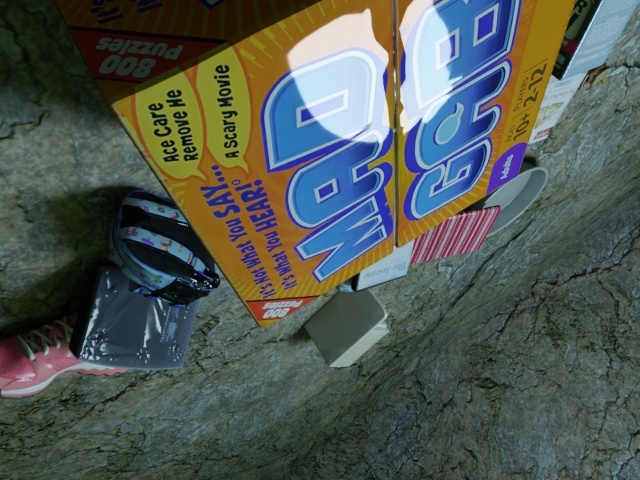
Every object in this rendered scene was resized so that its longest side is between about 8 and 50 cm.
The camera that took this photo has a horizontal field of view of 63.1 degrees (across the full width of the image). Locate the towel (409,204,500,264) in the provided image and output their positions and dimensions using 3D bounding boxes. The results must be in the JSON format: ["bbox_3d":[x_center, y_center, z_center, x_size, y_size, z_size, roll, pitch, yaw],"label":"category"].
[{"bbox_3d":[0.356,-0.015,1.477,0.275,0.031,0.198,-11,145,-14],"label":"towel"}]

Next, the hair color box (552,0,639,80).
[{"bbox_3d":[0.410,-0.457,0.780,0.114,0.185,0.374,-23,149,-20],"label":"hair color box"}]

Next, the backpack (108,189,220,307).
[{"bbox_3d":[-0.256,0.012,0.820,0.117,0.158,0.173,-30,142,29],"label":"backpack"}]

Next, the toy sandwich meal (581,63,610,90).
[{"bbox_3d":[0.695,-0.408,1.312,0.086,0.029,0.085,-26,150,-16],"label":"toy sandwich meal"}]

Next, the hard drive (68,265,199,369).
[{"bbox_3d":[-0.328,0.144,0.946,0.255,0.054,0.171,31,68,-60],"label":"hard drive"}]

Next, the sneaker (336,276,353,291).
[{"bbox_3d":[0.137,0.077,1.409,0.237,0.085,0.086,-17,171,-33],"label":"sneaker"}]

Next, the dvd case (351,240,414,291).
[{"bbox_3d":[0.167,0.001,1.293,0.180,0.022,0.252,-14,126,-33],"label":"dvd case"}]

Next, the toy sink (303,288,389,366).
[{"bbox_3d":[0.097,0.236,1.518,0.234,0.152,0.131,-46,149,17],"label":"toy sink"}]

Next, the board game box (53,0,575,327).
[{"bbox_3d":[-0.024,-0.200,0.530,0.356,0.356,0.356,-30,151,-8],"label":"board game box"}]

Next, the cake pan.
[{"bbox_3d":[0.541,-0.121,1.553,0.293,0.054,0.293,-26,150,-17],"label":"cake pan"}]

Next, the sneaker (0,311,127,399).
[{"bbox_3d":[-0.454,0.173,0.920,0.314,0.116,0.136,-2,127,-55],"label":"sneaker"}]

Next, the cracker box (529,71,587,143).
[{"bbox_3d":[0.501,-0.323,1.196,0.156,0.067,0.232,-20,148,-25],"label":"cracker box"}]
